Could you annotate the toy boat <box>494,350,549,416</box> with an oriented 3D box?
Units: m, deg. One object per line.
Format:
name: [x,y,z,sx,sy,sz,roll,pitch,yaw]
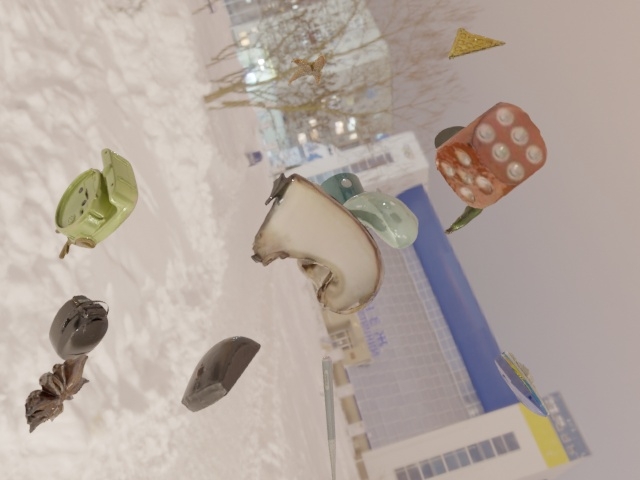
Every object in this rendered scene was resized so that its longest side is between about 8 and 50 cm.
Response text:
toy boat: [0.712,0.509,2.010,0.129,0.088,0.295,61,3,-24]

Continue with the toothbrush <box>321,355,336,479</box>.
toothbrush: [0.022,0.429,1.310,0.030,0.025,0.342,58,26,-57]

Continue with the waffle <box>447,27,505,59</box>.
waffle: [0.472,-0.576,1.758,0.023,0.153,0.097,6,103,-84]

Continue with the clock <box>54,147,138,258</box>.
clock: [-0.641,-0.090,1.611,0.096,0.308,0.235,35,18,-45]

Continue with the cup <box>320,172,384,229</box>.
cup: [0.085,-0.101,1.882,0.167,0.300,0.173,103,-30,-54]

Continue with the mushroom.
mushroom: [0.038,0.023,1.410,0.314,0.224,0.397,32,3,14]

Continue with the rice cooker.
rice cooker: [-0.701,0.252,1.687,0.118,0.203,0.142,38,15,26]

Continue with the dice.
dice: [0.378,-0.190,1.288,0.175,0.174,0.179,52,-18,3]

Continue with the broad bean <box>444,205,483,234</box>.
broad bean: [0.506,-0.115,1.893,0.060,0.297,0.043,22,-30,39]

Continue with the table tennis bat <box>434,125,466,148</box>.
table tennis bat: [0.409,-0.241,1.657,0.022,0.131,0.234,76,-3,-55]

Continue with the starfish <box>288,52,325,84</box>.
starfish: [-0.055,-0.681,2.289,0.247,0.138,0.050,113,-25,-76]

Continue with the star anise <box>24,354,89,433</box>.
star anise: [-0.585,0.328,1.276,0.065,0.195,0.182,34,-24,9]

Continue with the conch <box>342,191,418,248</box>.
conch: [0.171,-0.067,1.599,0.221,0.121,0.185,33,-2,10]

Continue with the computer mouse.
computer mouse: [-0.280,0.347,1.613,0.100,0.170,0.269,49,29,-7]
